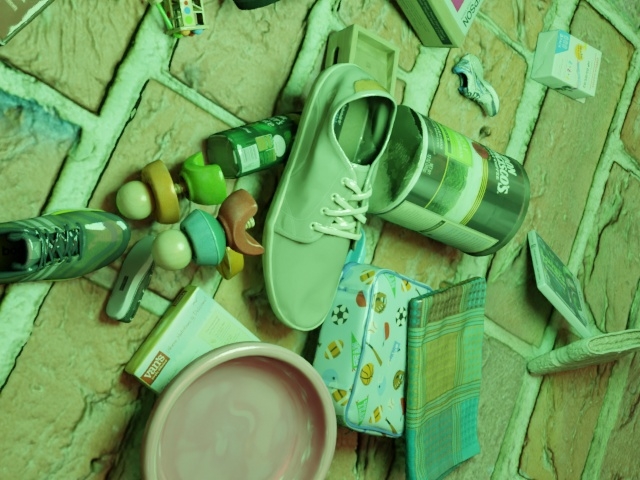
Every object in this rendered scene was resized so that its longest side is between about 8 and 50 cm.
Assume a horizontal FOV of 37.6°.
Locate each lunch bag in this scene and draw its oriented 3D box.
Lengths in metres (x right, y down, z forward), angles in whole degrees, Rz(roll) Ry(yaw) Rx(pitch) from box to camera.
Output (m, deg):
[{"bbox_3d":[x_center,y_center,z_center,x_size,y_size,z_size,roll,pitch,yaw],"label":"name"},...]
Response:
[{"bbox_3d":[0.096,0.203,1.677,0.243,0.114,0.304,24,78,-51],"label":"lunch bag"}]

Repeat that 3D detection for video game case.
[{"bbox_3d":[0.501,0.091,1.969,0.190,0.022,0.173,43,30,-28],"label":"video game case"}]

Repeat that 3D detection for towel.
[{"bbox_3d":[0.596,0.236,2.005,0.282,0.187,0.049,-4,70,-34],"label":"towel"},{"bbox_3d":[0.238,0.268,1.764,0.271,0.040,0.370,-13,107,-54],"label":"towel"}]

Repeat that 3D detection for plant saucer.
[{"bbox_3d":[-0.134,0.318,1.493,0.332,0.084,0.332,-4,99,-30],"label":"plant saucer"}]

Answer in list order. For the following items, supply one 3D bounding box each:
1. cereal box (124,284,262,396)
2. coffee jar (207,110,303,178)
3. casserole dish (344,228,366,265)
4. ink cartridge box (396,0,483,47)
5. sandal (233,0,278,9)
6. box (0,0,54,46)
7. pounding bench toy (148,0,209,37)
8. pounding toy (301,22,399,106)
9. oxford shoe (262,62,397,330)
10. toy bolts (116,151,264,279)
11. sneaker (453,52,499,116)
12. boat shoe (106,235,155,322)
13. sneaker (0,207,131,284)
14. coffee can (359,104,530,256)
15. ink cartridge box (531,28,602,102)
[{"bbox_3d":[-0.177,0.210,1.534,0.240,0.047,0.173,45,69,-27],"label":"cereal box"},{"bbox_3d":[-0.089,-0.161,1.558,0.184,0.096,0.079,-20,107,-34],"label":"coffee jar"},{"bbox_3d":[0.000,0.000,1.662,0.188,0.037,0.114,26,76,-34],"label":"casserole dish"},{"bbox_3d":[0.236,-0.510,1.754,0.193,0.088,0.235,44,66,-45],"label":"ink cartridge box"},{"bbox_3d":[0.028,-0.509,1.598,0.446,0.167,0.107,-48,134,-24],"label":"sandal"},{"bbox_3d":[-0.372,-0.428,1.283,0.381,0.191,0.143,-49,120,-23],"label":"box"},{"bbox_3d":[-0.227,-0.353,1.480,0.083,0.052,0.065,-13,99,-34],"label":"pounding bench toy"},{"bbox_3d":[0.054,-0.291,1.668,0.130,0.100,0.141,20,69,-35],"label":"pounding toy"},{"bbox_3d":[0.017,-0.062,1.528,0.169,0.130,0.450,7,101,-42],"label":"oxford shoe"},{"bbox_3d":[-0.198,-0.004,1.422,0.158,0.228,0.218,-21,117,-21],"label":"toy bolts"},{"bbox_3d":[0.304,-0.299,1.867,0.058,0.052,0.135,-37,104,-18],"label":"sneaker"},{"bbox_3d":[-0.286,0.061,1.459,0.040,0.049,0.142,40,69,-50],"label":"boat shoe"},{"bbox_3d":[-0.401,0.016,1.325,0.299,0.121,0.111,-13,99,-34],"label":"sneaker"},{"bbox_3d":[0.215,-0.103,1.710,0.275,0.201,0.202,20,80,-34],"label":"coffee can"},{"bbox_3d":[0.541,-0.371,2.018,0.181,0.061,0.104,16,83,-35],"label":"ink cartridge box"}]
